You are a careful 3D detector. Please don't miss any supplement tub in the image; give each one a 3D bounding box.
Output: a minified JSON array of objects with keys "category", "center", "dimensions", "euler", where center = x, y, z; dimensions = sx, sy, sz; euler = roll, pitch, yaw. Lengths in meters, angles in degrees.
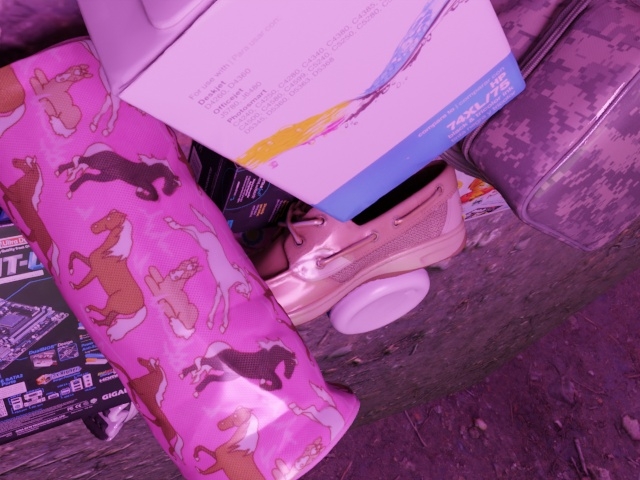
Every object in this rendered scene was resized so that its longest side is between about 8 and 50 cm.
[{"category":"supplement tub","center":[0.045,0.012,0.808],"dimensions":[0.144,0.200,0.144],"euler":[-21,153,-11]}]

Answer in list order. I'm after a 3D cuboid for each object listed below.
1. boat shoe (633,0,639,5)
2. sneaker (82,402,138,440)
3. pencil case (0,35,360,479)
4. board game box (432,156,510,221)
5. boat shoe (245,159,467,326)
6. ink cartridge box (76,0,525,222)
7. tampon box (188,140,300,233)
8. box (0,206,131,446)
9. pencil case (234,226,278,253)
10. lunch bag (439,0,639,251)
[{"category":"boat shoe","center":[0.393,-0.354,0.547],"dimensions":[0.355,0.130,0.132],"euler":[-23,156,6]},{"category":"sneaker","center":[-0.282,0.169,0.884],"dimensions":[0.118,0.110,0.292],"euler":[-20,143,-51]},{"category":"pencil case","center":[-0.125,0.029,0.481],"dimensions":[0.160,0.386,0.167],"euler":[-33,180,43]},{"category":"board game box","center":[0.290,-0.112,0.974],"dimensions":[0.305,0.053,0.193],"euler":[-15,151,-22]},{"category":"boat shoe","center":[0.000,0.000,0.639],"dimensions":[0.341,0.121,0.110],"euler":[-21,117,-18]},{"category":"ink cartridge box","center":[-0.011,-0.174,0.427],"dimensions":[0.197,0.198,0.270],"euler":[-36,153,17]},{"category":"tampon box","center":[-0.049,-0.088,0.651],"dimensions":[0.161,0.101,0.120],"euler":[-11,150,-30]},{"category":"box","center":[-0.341,0.094,0.636],"dimensions":[0.295,0.073,0.293],"euler":[-14,127,-26]},{"category":"pencil case","center":[-0.100,0.042,0.821],"dimensions":[0.124,0.124,0.284],"euler":[-14,152,-24]},{"category":"lunch bag","center":[0.246,-0.149,0.646],"dimensions":[0.305,0.256,0.212],"euler":[12,124,-50]}]
